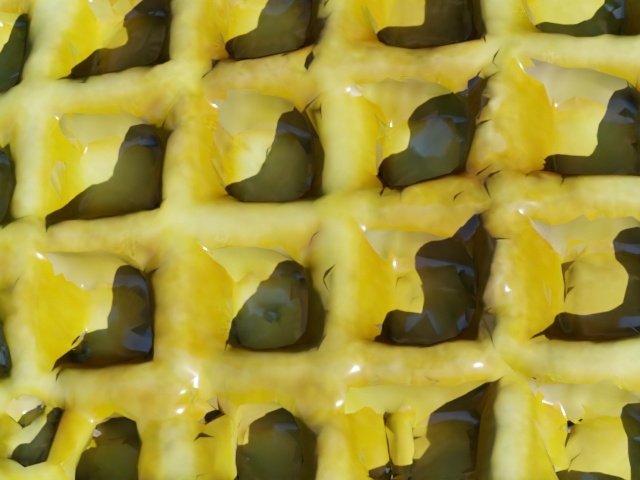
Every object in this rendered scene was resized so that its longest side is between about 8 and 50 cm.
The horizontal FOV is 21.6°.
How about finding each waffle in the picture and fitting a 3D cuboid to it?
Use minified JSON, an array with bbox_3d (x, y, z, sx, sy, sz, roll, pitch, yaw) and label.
[{"bbox_3d":[0.000,0.000,0.482,0.317,0.297,0.073,40,167,28],"label":"waffle"}]
